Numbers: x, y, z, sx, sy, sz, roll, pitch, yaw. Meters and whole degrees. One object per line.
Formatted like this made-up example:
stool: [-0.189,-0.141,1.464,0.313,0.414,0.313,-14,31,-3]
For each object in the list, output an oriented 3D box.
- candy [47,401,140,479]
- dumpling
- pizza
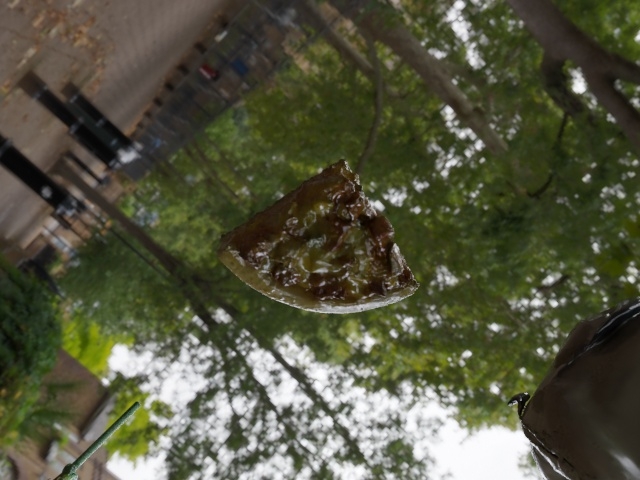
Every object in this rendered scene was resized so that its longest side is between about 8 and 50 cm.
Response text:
candy: [-0.243,0.221,0.775,0.060,0.060,0.201,-34,-174,41]
dumpling: [0.256,0.128,0.547,0.204,0.293,0.163,19,-82,40]
pizza: [0.000,0.001,0.670,0.046,0.175,0.134,-102,-165,-70]
